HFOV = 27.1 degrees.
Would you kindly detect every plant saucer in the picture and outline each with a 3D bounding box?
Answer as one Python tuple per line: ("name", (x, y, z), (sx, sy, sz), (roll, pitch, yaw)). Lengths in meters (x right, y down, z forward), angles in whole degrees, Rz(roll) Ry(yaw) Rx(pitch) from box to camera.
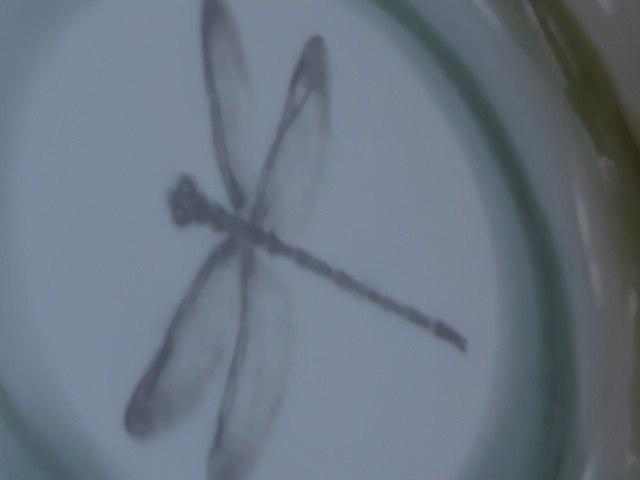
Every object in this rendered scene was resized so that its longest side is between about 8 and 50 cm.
("plant saucer", (0.000, 0.000, 0.397), (0.100, 0.400, 0.401), (-21, -106, 47))
